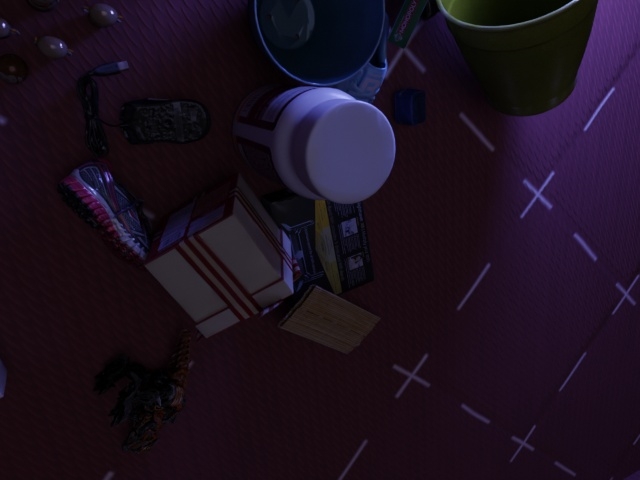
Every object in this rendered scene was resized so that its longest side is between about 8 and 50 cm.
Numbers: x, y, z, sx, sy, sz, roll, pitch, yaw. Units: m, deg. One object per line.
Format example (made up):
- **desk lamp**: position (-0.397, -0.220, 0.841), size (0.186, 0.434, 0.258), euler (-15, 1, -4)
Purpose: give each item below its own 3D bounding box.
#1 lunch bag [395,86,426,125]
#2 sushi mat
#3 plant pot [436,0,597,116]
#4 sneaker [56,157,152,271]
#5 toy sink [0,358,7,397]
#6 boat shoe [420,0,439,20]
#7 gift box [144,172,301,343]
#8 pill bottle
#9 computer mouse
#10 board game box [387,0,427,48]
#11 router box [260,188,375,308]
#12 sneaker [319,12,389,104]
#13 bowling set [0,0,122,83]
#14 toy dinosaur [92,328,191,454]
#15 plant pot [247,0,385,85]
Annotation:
- **lunch bag**: position (0.231, -0.352, 1.412), size (0.067, 0.065, 0.099), euler (-25, 120, -41)
- **sushi mat**: position (0.032, 0.221, 1.463), size (0.151, 0.019, 0.316), euler (-49, 137, 9)
- **plant pot**: position (0.505, -0.510, 1.342), size (0.366, 0.366, 0.353), euler (-45, 141, -7)
- **sneaker**: position (-0.415, -0.039, 1.161), size (0.112, 0.120, 0.299), euler (-52, 130, -30)
- **toy sink**: position (-0.778, 0.278, 1.067), size (0.234, 0.131, 0.153), euler (-22, 114, -19)
- **boat shoe**: position (0.232, -0.648, 1.309), size (0.069, 0.081, 0.228), euler (-46, 123, -11)
- **gift box**: position (-0.210, 0.054, 1.177), size (0.255, 0.276, 0.258), euler (-26, 119, 15)
- **pill bottle**: position (-0.026, -0.210, 1.138), size (0.223, 0.392, 0.224), euler (-9, 110, -24)
- **computer mouse**: position (-0.371, -0.287, 1.137), size (0.261, 0.060, 0.184), euler (-12, 116, -11)
- **board game box**: position (0.241, -0.594, 1.174), size (0.046, 0.214, 0.317), euler (24, 121, -4)
- **router box**: position (0.000, 0.000, 1.400), size (0.242, 0.081, 0.309), euler (-19, 114, -20)
- **sneaker**: position (0.084, -0.371, 1.283), size (0.135, 0.150, 0.366), euler (-3, 107, -25)
- **bowling set**: position (-0.520, -0.376, 0.974), size (0.286, 0.154, 0.200), euler (10, 101, -29)
- **toy dinosaur**: position (-0.407, 0.360, 1.301), size (0.218, 0.164, 0.322), euler (24, 76, -45)
- **plant pot**: position (-0.036, -0.484, 1.160), size (0.290, 0.195, 0.291), euler (-8, 109, -25)
